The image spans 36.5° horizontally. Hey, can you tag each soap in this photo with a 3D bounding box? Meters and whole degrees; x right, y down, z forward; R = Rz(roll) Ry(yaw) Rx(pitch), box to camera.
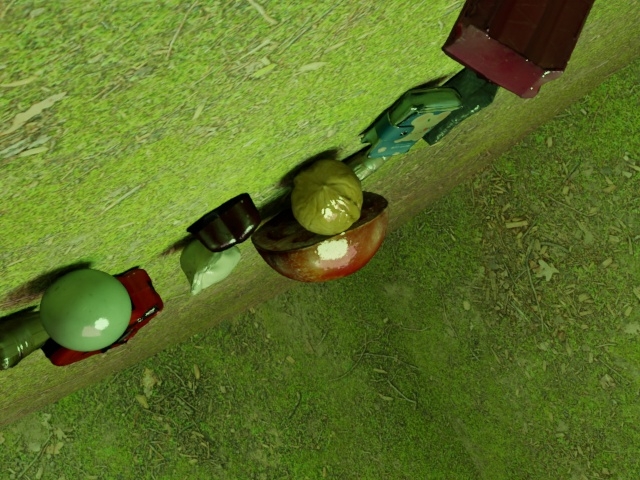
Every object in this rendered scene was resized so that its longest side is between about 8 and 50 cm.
[{"bbox_3d":[0.298,-0.339,1.376,0.250,0.162,0.099,-61,-179,-23],"label":"soap"}]

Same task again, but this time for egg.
[{"bbox_3d":[-0.423,0.125,1.752,0.149,0.149,0.192,-32,170,17],"label":"egg"}]

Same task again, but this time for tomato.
[{"bbox_3d":[0.008,0.008,2.244,0.338,0.144,0.338,-17,-162,6],"label":"tomato"}]

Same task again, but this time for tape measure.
[{"bbox_3d":[-0.471,0.171,2.037,0.260,0.114,0.253,-23,170,-45],"label":"tape measure"}]

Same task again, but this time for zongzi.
[{"bbox_3d":[-0.604,0.189,1.862,0.178,0.081,0.189,-13,-166,33],"label":"zongzi"}]

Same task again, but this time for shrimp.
[{"bbox_3d":[0.066,-0.153,2.218,0.254,0.059,0.145,-35,-177,-2],"label":"shrimp"}]

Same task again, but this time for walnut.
[{"bbox_3d":[0.013,-0.091,2.037,0.159,0.159,0.207,-30,166,0],"label":"walnut"}]

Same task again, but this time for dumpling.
[{"bbox_3d":[-0.230,0.030,2.066,0.136,0.118,0.199,-52,-167,40],"label":"dumpling"}]

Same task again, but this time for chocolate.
[{"bbox_3d":[-0.186,-0.024,1.978,0.148,0.080,0.125,-32,173,5],"label":"chocolate"}]

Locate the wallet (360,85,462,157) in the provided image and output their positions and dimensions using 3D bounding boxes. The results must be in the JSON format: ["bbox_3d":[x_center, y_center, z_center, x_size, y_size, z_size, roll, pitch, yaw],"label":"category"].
[{"bbox_3d":[0.180,-0.241,1.976,0.141,0.059,0.202,-13,165,-36],"label":"wallet"}]

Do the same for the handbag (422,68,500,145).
[{"bbox_3d":[0.305,-0.303,2.073,0.270,0.089,0.175,-35,-179,38],"label":"handbag"}]
